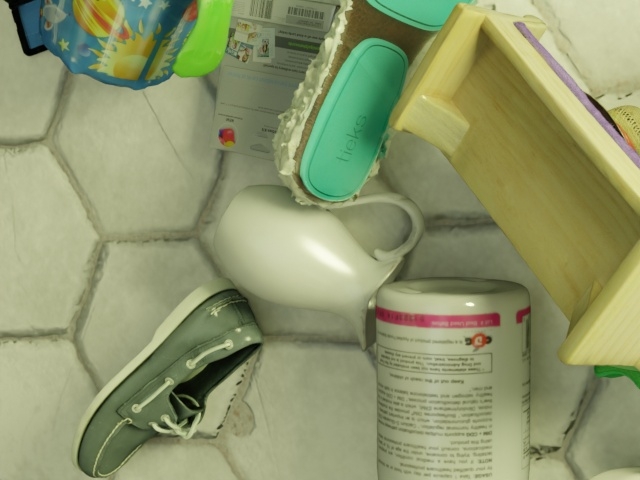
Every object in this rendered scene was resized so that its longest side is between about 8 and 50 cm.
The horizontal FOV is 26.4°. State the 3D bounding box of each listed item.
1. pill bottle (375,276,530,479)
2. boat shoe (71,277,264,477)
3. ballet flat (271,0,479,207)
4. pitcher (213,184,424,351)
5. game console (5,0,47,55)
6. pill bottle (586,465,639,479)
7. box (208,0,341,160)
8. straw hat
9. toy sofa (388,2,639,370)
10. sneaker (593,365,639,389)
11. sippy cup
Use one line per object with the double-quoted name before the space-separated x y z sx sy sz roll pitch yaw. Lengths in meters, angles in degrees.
"pill bottle" 0.138 0.187 1.422 0.160 0.160 0.283 3 97 29
"boat shoe" -0.184 0.188 1.630 0.099 0.116 0.319 47 110 21
"ballet flat" 0.059 -0.230 1.433 0.147 0.147 0.408 35 100 22
"pitcher" 0.000 0.000 1.506 0.207 0.125 0.177 28 104 14
"game console" -0.356 -0.298 1.700 0.122 0.107 0.071 -15 60 29
"pill bottle" 0.347 0.411 1.304 0.204 0.204 0.360 2 97 29
"box" -0.048 -0.185 1.556 0.145 0.038 0.186 14 101 27
"straw hat" 0.300 -0.101 1.350 0.061 0.144 0.144 -25 81 -11
"toy sofa" 0.234 -0.055 1.259 0.150 0.177 0.362 -61 42 30
"sneaker" 0.392 0.168 1.306 0.295 0.109 0.123 38 103 30
"sippy cup" -0.212 -0.303 1.541 0.240 0.305 0.224 18 120 -10
